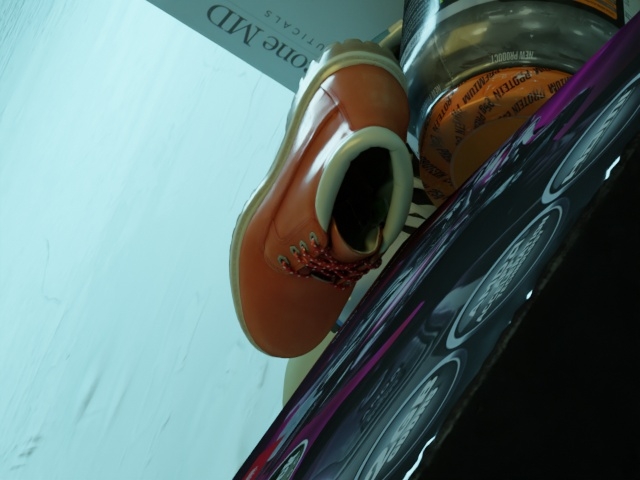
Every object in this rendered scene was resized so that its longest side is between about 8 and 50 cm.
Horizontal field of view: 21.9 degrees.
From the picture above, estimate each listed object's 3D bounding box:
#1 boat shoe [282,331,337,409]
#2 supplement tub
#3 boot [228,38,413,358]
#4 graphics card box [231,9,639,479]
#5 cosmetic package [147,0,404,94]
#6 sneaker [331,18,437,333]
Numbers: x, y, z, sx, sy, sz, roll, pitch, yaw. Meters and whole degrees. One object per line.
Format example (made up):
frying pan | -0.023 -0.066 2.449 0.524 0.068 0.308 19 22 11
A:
boat shoe | -0.003 0.112 0.834 0.049 0.042 0.133 -6 55 33
supplement tub | 0.096 -0.098 0.774 0.117 0.117 0.190 -40 29 39
boot | 0.000 0.000 0.717 0.084 0.059 0.157 -104 27 -55
graphics card box | 0.056 0.054 0.527 0.232 0.094 0.371 -53 3 -23
cosmetic package | 0.060 -0.265 0.923 0.385 0.217 0.156 -47 26 33
sneaker | 0.041 -0.033 0.845 0.237 0.085 0.086 -87 15 -48
